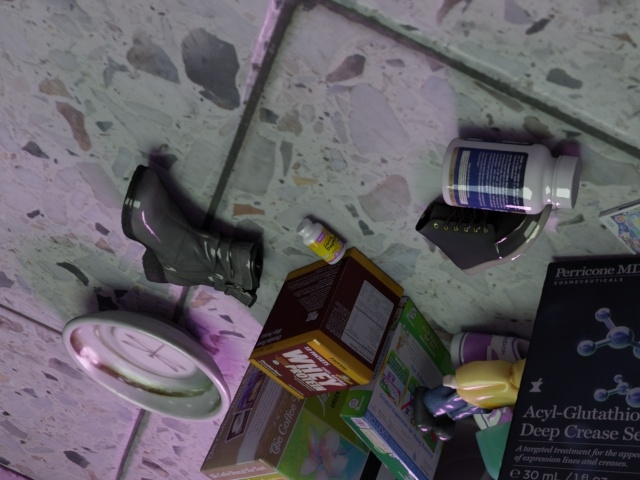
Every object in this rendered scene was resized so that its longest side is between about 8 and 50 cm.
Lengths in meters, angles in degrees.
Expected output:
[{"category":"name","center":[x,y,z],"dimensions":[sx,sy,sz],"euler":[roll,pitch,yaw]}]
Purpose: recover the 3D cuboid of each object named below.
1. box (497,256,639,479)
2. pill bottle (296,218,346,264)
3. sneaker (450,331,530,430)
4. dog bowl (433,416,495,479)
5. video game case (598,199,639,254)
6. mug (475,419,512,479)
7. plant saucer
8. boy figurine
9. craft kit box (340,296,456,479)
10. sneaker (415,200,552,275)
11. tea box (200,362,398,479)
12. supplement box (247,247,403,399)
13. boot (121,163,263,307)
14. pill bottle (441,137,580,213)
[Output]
[{"category":"box","center":[0.448,0.233,1.313],"dimensions":[0.293,0.395,0.212],"euler":[-5,136,33]},{"category":"pill bottle","center":[0.000,0.000,1.586],"dimensions":[0.083,0.043,0.043],"euler":[39,144,-21]},{"category":"sneaker","center":[0.350,0.270,1.696],"dimensions":[0.161,0.102,0.282],"euler":[-4,137,31]},{"category":"dog bowl","center":[0.233,0.485,1.862],"dimensions":[0.349,0.349,0.102],"euler":[-16,118,44]},{"category":"video game case","center":[0.455,-0.024,1.304],"dimensions":[0.087,0.011,0.122],"euler":[40,143,-23]},{"category":"mug","center":[0.343,0.342,1.572],"dimensions":[0.158,0.097,0.129],"euler":[-23,162,24]},{"category":"plant saucer","center":[-0.369,0.256,2.113],"dimensions":[0.400,0.100,0.400],"euler":[16,146,11]},{"category":"boy figurine","center":[0.292,0.254,1.577],"dimensions":[0.177,0.092,0.285],"euler":[31,141,-31]},{"category":"craft kit box","center":[0.152,0.270,1.683],"dimensions":[0.061,0.246,0.250],"euler":[-2,138,39]},{"category":"sneaker","center":[0.229,-0.025,1.377],"dimensions":[0.118,0.083,0.222],"euler":[33,146,-12]},{"category":"tea box","center":[0.004,0.368,1.832],"dimensions":[0.323,0.329,0.220],"euler":[38,144,-21]},{"category":"supplement box","center":[0.010,0.146,1.644],"dimensions":[0.129,0.194,0.191],"euler":[40,143,-22]},{"category":"boot","center":[-0.207,-0.006,1.665],"dimensions":[0.223,0.118,0.338],"euler":[13,156,11]},{"category":"pill bottle","center":[0.253,-0.084,1.270],"dimensions":[0.169,0.094,0.094],"euler":[8,143,23]}]
